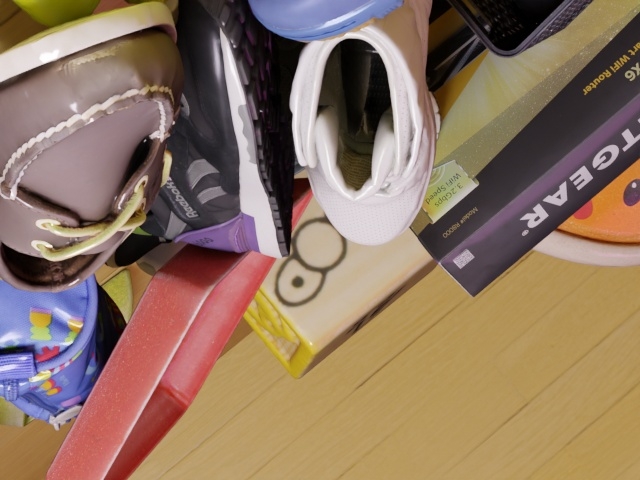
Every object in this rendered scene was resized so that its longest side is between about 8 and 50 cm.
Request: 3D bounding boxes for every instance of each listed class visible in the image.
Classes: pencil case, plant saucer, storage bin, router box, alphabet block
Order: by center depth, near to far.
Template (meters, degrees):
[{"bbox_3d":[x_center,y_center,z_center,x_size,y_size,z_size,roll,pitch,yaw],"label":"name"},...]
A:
[{"bbox_3d":[-0.209,0.065,1.264,0.119,0.133,0.306,-7,170,-3],"label":"pencil case"},{"bbox_3d":[-0.112,0.078,1.325,0.258,0.048,0.259,-59,176,26],"label":"plant saucer"},{"bbox_3d":[0.181,-0.246,1.368,0.084,0.122,0.180,-33,171,-49],"label":"storage bin"},{"bbox_3d":[0.170,-0.140,1.492,0.309,0.243,0.081,-41,143,5],"label":"router box"},{"bbox_3d":[-0.260,0.121,1.745,0.188,0.045,0.188,-38,173,-18],"label":"plant saucer"},{"bbox_3d":[0.000,0.000,1.759,0.197,0.192,0.193,-37,172,-13],"label":"alphabet block"}]

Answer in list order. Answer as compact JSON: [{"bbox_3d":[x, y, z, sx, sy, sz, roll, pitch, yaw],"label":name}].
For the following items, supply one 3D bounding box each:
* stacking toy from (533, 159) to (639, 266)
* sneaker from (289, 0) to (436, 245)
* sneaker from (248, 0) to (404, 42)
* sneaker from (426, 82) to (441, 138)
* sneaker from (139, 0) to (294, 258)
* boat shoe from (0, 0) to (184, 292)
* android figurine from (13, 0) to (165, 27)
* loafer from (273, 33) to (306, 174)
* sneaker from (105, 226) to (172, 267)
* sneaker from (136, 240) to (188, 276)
[{"bbox_3d":[0.315,-0.244,1.770,0.350,0.351,0.480,-32,152,-49],"label":"stacking toy"},{"bbox_3d":[0.022,-0.068,1.167,0.292,0.108,0.169,88,11,-45],"label":"sneaker"},{"bbox_3d":[0.044,-0.227,0.921,0.296,0.112,0.131,-43,154,25],"label":"sneaker"},{"bbox_3d":[0.040,-0.121,1.403,0.073,0.162,0.063,-47,-139,-18],"label":"sneaker"},{"bbox_3d":[-0.088,-0.072,1.111,0.124,0.107,0.283,1,148,4],"label":"sneaker"},{"bbox_3d":[-0.128,-0.038,0.889,0.117,0.096,0.324,-18,176,-19],"label":"boat shoe"},{"bbox_3d":[-0.032,-0.166,0.777,0.248,0.056,0.273,-22,172,3],"label":"android figurine"},{"bbox_3d":[0.008,-0.137,1.296,0.267,0.096,0.084,-47,177,38],"label":"loafer"},{"bbox_3d":[-0.081,-0.039,1.412,0.235,0.097,0.084,-41,173,14],"label":"sneaker"},{"bbox_3d":[-0.113,-0.030,1.504,0.152,0.054,0.061,-55,170,-39],"label":"sneaker"}]
